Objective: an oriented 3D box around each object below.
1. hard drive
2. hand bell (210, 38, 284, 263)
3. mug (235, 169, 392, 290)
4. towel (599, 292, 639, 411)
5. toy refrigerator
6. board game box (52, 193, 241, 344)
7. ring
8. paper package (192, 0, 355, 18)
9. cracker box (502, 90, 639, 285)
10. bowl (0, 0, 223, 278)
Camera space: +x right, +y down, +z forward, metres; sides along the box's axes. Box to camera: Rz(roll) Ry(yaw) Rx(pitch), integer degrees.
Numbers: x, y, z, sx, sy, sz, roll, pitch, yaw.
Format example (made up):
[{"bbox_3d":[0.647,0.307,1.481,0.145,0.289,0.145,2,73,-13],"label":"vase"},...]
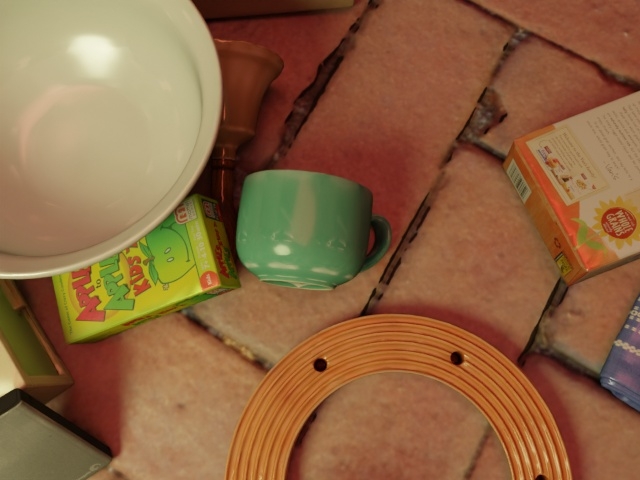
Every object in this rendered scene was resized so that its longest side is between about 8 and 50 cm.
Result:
[{"bbox_3d":[-0.268,0.195,0.500,0.094,0.135,0.022,-33,46,-8],"label":"hard drive"},{"bbox_3d":[-0.104,-0.071,0.585,0.126,0.126,0.242,1,88,0],"label":"hand bell"},{"bbox_3d":[-0.004,-0.002,0.544,0.157,0.129,0.098,7,80,1],"label":"mug"},{"bbox_3d":[0.468,0.074,0.582,0.243,0.040,0.336,32,77,9],"label":"towel"},{"bbox_3d":[-0.361,0.052,0.544,0.094,0.102,0.270,-35,79,-8],"label":"toy refrigerator"},{"bbox_3d":[-0.177,0.032,0.549,0.181,0.043,0.092,-21,78,15],"label":"board game box"},{"bbox_3d":[0.075,0.240,0.539,0.336,0.032,0.337,0,77,1],"label":"ring"},{"bbox_3d":[-0.110,-0.381,0.530,0.309,0.325,0.168,-4,76,0],"label":"paper package"},{"bbox_3d":[0.336,-0.069,0.580,0.232,0.067,0.156,-21,71,-1],"label":"cracker box"},{"bbox_3d":[-0.231,-0.104,0.503,0.297,0.134,0.298,1,79,-4],"label":"bowl"}]
